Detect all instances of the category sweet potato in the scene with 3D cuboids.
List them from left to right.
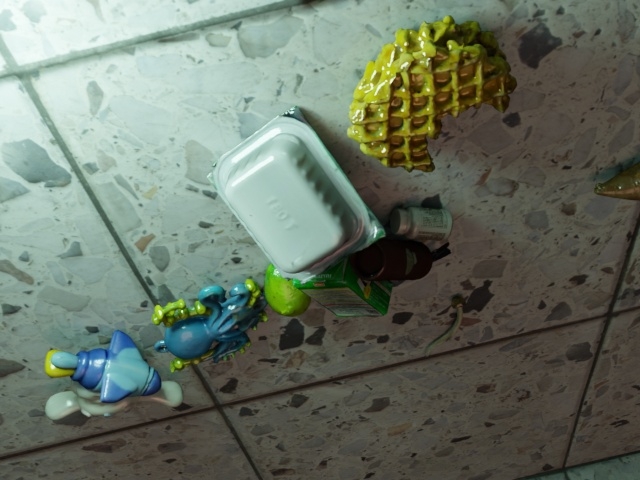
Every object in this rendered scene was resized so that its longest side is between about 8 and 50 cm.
[{"bbox_3d":[0.839,-0.158,1.662,0.336,0.131,0.131,-15,140,0],"label":"sweet potato"}]

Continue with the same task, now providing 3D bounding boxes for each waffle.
[{"bbox_3d":[0.210,-0.280,1.344,0.261,0.151,0.324,21,128,-37],"label":"waffle"}]

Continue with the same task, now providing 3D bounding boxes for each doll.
[{"bbox_3d":[-0.579,0.396,1.876,0.375,0.187,0.366,-20,150,-19],"label":"doll"},{"bbox_3d":[-0.295,0.217,1.833,0.341,0.099,0.346,-26,144,-4],"label":"doll"}]

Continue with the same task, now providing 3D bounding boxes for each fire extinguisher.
[{"bbox_3d":[0.217,0.040,1.692,0.138,0.102,0.343,-38,157,29],"label":"fire extinguisher"}]

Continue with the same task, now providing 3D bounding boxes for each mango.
[{"bbox_3d":[-0.089,0.130,1.768,0.119,0.100,0.179,-14,132,5],"label":"mango"}]

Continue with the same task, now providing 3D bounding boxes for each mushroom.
[{"bbox_3d":[0.393,0.268,2.100,0.068,0.043,0.306,11,138,-1],"label":"mushroom"}]

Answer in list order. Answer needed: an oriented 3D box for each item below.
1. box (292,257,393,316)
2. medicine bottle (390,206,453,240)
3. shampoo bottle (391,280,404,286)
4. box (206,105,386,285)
[{"bbox_3d":[0.056,0.108,1.731,0.180,0.103,0.250,-4,152,33],"label":"box"},{"bbox_3d":[0.245,-0.042,1.671,0.139,0.079,0.079,3,137,-19],"label":"medicine bottle"},{"bbox_3d":[0.134,0.055,1.775,0.087,0.049,0.233,-37,134,27],"label":"shampoo bottle"},{"bbox_3d":[-0.063,-0.066,1.426,0.264,0.106,0.337,-33,104,20],"label":"box"}]
